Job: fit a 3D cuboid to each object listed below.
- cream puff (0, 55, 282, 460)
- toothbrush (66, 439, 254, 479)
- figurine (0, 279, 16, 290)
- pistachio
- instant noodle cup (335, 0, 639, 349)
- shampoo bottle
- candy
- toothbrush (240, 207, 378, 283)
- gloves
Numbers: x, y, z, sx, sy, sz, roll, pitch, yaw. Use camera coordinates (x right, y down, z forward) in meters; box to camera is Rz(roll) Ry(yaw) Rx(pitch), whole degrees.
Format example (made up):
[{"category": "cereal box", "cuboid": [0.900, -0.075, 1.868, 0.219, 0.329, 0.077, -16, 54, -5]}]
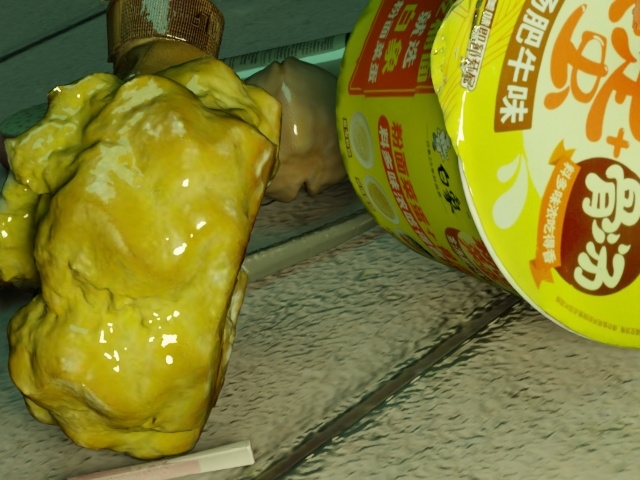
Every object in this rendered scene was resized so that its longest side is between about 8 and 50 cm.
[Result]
[{"category": "cream puff", "cuboid": [-0.131, 0.001, 1.219, 0.185, 0.281, 0.282, 12, 24, 0]}, {"category": "toothbrush", "cuboid": [-0.137, 0.153, 1.186, 0.194, 0.014, 0.017, -13, 22, 0]}, {"category": "figurine", "cuboid": [-0.243, 0.005, 1.544, 0.143, 0.068, 0.101, -5, 24, -26]}, {"category": "pistachio", "cuboid": [-0.025, -0.098, 1.580, 0.124, 0.124, 0.185, -15, 22, -5]}, {"category": "instant noodle cup", "cuboid": [0.159, -0.089, 1.266, 0.311, 0.311, 0.221, -24, 15, -25]}, {"category": "shampoo bottle", "cuboid": [-0.067, -0.128, 1.729, 0.263, 0.085, 0.085, -10, 22, 9]}, {"category": "candy", "cuboid": [-0.263, -0.099, 1.824, 0.103, 0.043, 0.103, -10, 24, 5]}, {"category": "toothbrush", "cuboid": [0.000, 0.000, 1.457, 0.297, 0.030, 0.030, -21, 33, -20]}, {"category": "gloves", "cuboid": [-0.152, -0.061, 1.521, 0.154, 0.141, 0.331, -9, 50, 26]}]
